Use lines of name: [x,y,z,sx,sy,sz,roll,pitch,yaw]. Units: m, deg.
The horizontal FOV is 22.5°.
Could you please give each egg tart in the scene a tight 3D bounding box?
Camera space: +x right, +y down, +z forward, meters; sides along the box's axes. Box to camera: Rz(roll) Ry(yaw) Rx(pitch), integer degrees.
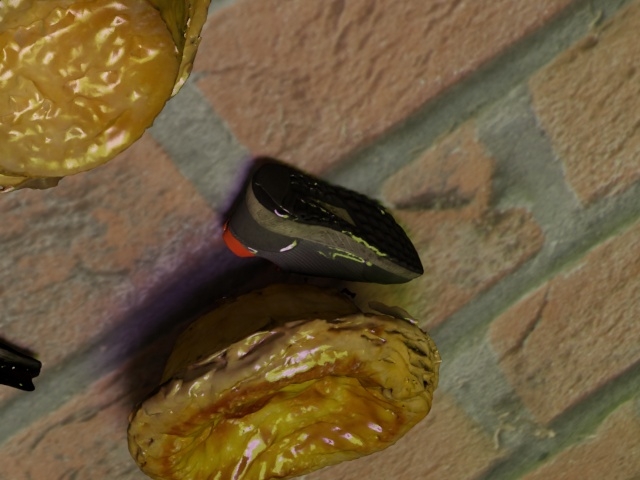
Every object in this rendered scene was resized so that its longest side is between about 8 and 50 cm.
egg tart: [-0.037,0.119,1.376,0.295,0.116,0.295,-16,154,-8]
egg tart: [-0.194,-0.136,1.105,0.288,0.118,0.288,-17,137,-16]

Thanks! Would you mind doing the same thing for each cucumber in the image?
cucumber: [-0.283,0.091,1.300,0.034,0.033,0.135,-13,147,35]

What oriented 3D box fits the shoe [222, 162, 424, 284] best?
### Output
shoe: [0.001,0.001,1.362,0.194,0.074,0.077,23,125,-38]
